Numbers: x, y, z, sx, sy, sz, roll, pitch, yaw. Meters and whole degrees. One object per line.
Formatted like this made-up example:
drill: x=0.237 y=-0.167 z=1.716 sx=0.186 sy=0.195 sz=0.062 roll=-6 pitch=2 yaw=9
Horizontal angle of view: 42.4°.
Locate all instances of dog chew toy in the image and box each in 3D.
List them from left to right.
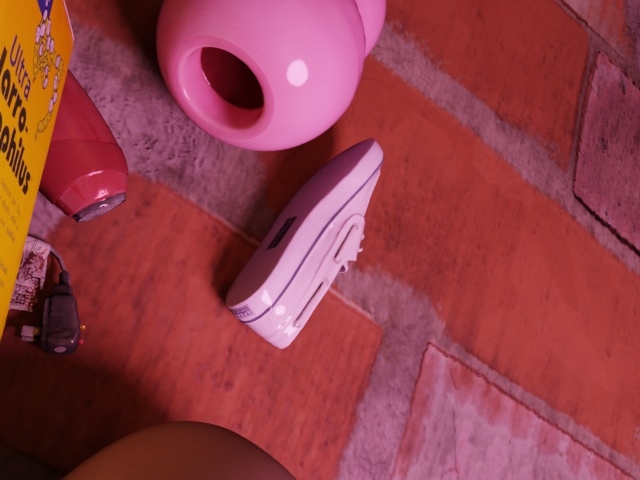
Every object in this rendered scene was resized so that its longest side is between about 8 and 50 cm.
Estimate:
dog chew toy: x=-0.024 y=-0.241 z=0.859 sx=0.206 sy=0.207 sz=0.332 roll=48 pitch=46 yaw=-17

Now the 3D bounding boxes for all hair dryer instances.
hair dryer: x=-0.270 y=-0.061 z=0.688 sx=0.224 sy=0.080 sz=0.293 roll=20 pitch=65 yaw=-31

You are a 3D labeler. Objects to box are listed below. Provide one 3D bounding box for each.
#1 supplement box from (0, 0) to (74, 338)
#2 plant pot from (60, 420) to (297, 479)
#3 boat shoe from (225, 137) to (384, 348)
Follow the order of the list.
supplement box: x=-0.308 y=-0.053 z=0.544 sx=0.194 sy=0.195 sz=0.356 roll=9 pitch=69 yaw=-5
plant pot: x=-0.109 y=0.251 z=0.630 sx=0.284 sy=0.284 sz=0.191 roll=36 pitch=23 yaw=-24
boat shoe: x=0.000 y=0.000 z=0.880 sx=0.084 sy=0.095 sz=0.258 roll=48 pitch=64 yaw=-22
